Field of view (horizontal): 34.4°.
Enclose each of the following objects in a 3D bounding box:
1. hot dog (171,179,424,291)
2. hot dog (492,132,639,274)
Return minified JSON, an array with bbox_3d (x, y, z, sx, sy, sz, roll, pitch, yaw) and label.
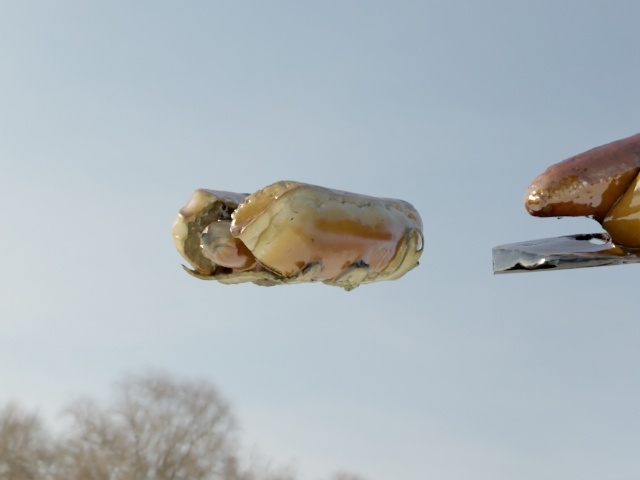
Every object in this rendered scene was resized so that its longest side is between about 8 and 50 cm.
[{"bbox_3d":[0.000,0.000,0.721,0.109,0.072,0.269,0,-3,31],"label":"hot dog"},{"bbox_3d":[0.293,-0.042,0.741,0.326,0.107,0.194,-5,-2,-7],"label":"hot dog"}]
